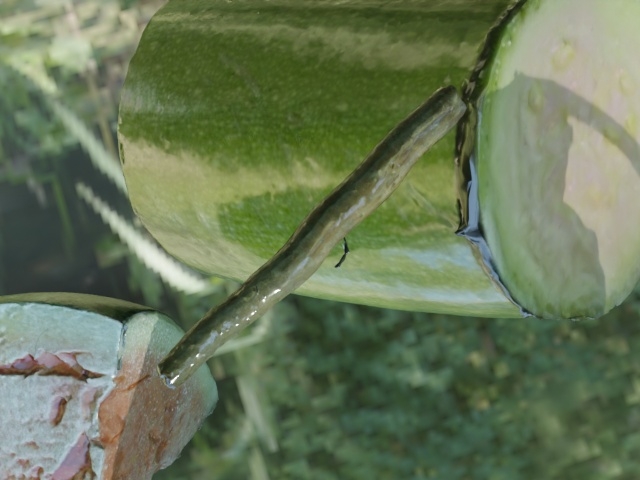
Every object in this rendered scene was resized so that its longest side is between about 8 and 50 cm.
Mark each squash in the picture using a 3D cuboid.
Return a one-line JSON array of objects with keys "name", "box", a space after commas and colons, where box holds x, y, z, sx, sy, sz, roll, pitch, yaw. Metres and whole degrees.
[{"name": "squash", "box": [0.060, -0.075, 1.470, 0.263, 0.263, 0.384, -2, -174, -42]}]

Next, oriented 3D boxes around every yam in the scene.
[{"name": "yam", "box": [-0.001, -0.001, 1.062, 0.234, 0.027, 0.029, -45, 143, -19]}]

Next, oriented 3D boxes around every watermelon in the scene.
[{"name": "watermelon", "box": [-0.194, 0.148, 1.465, 0.213, 0.201, 0.262, -4, 165, 17]}]
